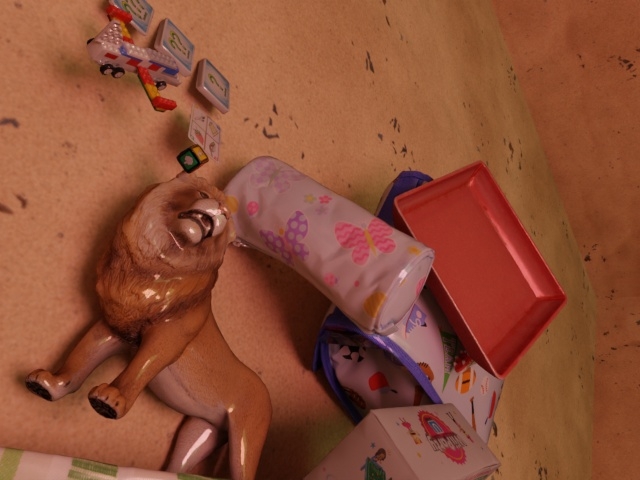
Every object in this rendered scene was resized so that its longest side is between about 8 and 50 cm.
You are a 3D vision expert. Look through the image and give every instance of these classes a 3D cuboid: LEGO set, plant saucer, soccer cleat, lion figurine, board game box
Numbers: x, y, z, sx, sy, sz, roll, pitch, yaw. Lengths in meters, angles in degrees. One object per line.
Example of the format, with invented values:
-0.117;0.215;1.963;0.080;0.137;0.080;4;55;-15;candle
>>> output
-0.156;-0.186;0.547;0.182;0.060;0.244;42;27;-39;LEGO set
0.225;0.028;0.707;0.258;0.047;0.259;-25;83;-43;plant saucer
0.209;0.158;0.676;0.036;0.029;0.083;54;44;-5;soccer cleat
-0.136;0.139;0.538;0.240;0.142;0.392;-57;141;-50;lion figurine
0.041;0.328;0.574;0.224;0.303;0.097;22;23;-52;board game box

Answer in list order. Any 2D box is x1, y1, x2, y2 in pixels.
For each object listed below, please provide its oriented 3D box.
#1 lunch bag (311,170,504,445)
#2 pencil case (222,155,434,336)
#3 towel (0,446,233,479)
0.151;0.127;0.805;0.386;0.238;0.328;60;44;-36;lunch bag
0.000;0.000;0.606;0.124;0.273;0.113;-49;154;-21;pencil case
-0.184;0.297;0.374;0.324;0.038;0.248;20;74;-24;towel
